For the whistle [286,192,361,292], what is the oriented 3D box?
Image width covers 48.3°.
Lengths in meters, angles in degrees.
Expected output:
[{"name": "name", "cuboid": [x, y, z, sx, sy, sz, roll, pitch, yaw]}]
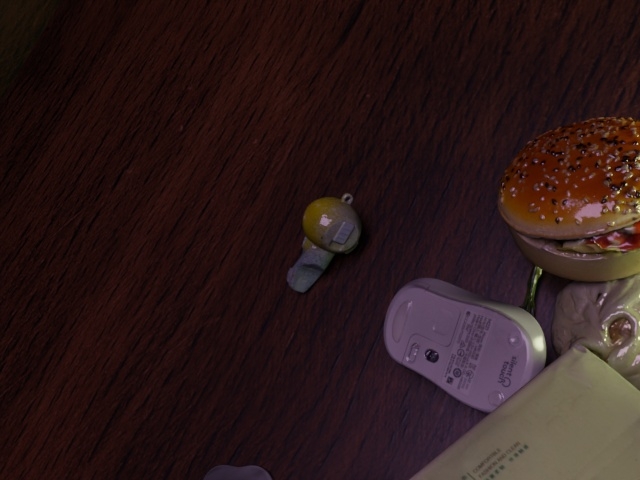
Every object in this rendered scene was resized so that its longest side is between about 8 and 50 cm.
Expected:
[{"name": "whistle", "cuboid": [0.000, 0.000, 1.407, 0.123, 0.122, 0.223, 42, 108, 34]}]

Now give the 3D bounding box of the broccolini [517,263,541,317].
[{"name": "broccolini", "cuboid": [0.363, 0.078, 1.229, 0.057, 0.071, 0.255, -32, 38, 64]}]

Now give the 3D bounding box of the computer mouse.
[{"name": "computer mouse", "cuboid": [0.240, 0.174, 1.185, 0.296, 0.121, 0.184, 16, 91, 39]}]

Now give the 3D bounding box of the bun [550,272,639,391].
[{"name": "bun", "cuboid": [0.458, 0.141, 1.088, 0.230, 0.133, 0.231, -9, 68, 24]}]

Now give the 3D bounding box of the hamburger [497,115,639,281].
[{"name": "hamburger", "cuboid": [0.428, -0.078, 1.119, 0.300, 0.176, 0.300, -16, 36, 12]}]

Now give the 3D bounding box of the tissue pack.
[{"name": "tissue pack", "cuboid": [0.315, 0.370, 0.943, 0.380, 0.207, 0.297, -33, 49, -20]}]

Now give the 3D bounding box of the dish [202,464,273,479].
[{"name": "dish", "cuboid": [-0.174, 0.515, 1.294, 0.229, 0.081, 0.230, -10, 66, 24]}]
